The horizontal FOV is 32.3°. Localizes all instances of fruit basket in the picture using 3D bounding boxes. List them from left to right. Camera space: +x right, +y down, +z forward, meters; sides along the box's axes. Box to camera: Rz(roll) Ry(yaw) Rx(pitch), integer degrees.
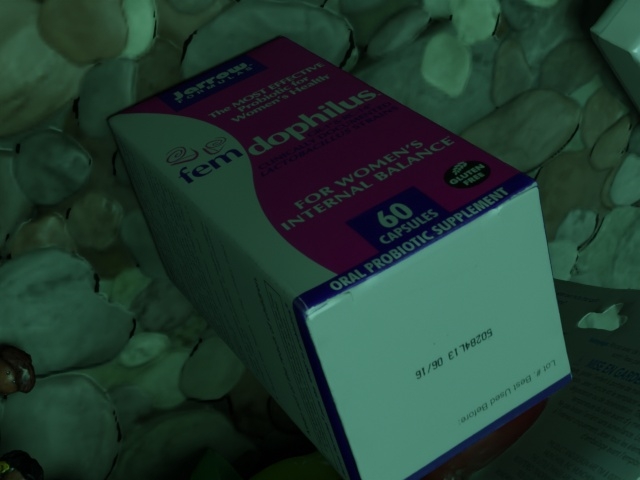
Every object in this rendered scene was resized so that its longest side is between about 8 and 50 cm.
[{"bbox_3d":[0.055,0.152,0.595,0.353,0.327,0.165,-36,96,-7],"label":"fruit basket"}]

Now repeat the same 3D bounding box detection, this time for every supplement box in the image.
[{"bbox_3d":[0.000,0.000,0.524,0.111,0.220,0.114,-29,125,-17],"label":"supplement box"}]

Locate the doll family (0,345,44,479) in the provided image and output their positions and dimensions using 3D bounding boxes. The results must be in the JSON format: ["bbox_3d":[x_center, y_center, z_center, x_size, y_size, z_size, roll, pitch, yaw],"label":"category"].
[{"bbox_3d":[-0.174,0.140,0.586,0.111,0.076,0.193,-29,124,-10],"label":"doll family"}]

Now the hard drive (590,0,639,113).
[{"bbox_3d":[0.329,-0.209,0.703,0.353,0.047,0.233,-52,141,3],"label":"hard drive"}]
